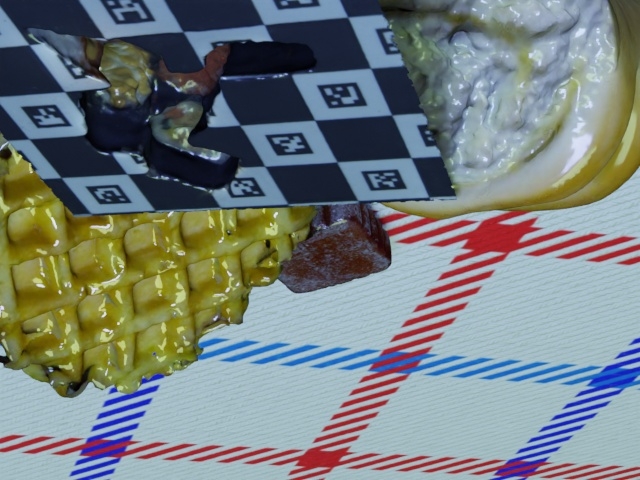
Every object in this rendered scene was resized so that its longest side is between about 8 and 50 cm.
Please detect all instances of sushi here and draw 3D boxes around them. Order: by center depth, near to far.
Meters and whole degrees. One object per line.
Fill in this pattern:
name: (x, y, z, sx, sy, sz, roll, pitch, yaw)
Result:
sushi: (-0.097, -0.134, 1.205, 0.359, 0.064, 0.343, -2, 151, 18)

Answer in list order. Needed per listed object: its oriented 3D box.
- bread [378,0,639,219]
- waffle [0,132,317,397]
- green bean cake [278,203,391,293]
bread: (0.158, -0.117, 1.362, 0.316, 0.211, 0.270, 5, 178, 30)
waffle: (-0.183, -0.021, 1.512, 0.382, 0.095, 0.380, -47, 132, 6)
green bean cake: (0.000, 0.000, 1.750, 0.136, 0.056, 0.135, -17, 149, 18)
